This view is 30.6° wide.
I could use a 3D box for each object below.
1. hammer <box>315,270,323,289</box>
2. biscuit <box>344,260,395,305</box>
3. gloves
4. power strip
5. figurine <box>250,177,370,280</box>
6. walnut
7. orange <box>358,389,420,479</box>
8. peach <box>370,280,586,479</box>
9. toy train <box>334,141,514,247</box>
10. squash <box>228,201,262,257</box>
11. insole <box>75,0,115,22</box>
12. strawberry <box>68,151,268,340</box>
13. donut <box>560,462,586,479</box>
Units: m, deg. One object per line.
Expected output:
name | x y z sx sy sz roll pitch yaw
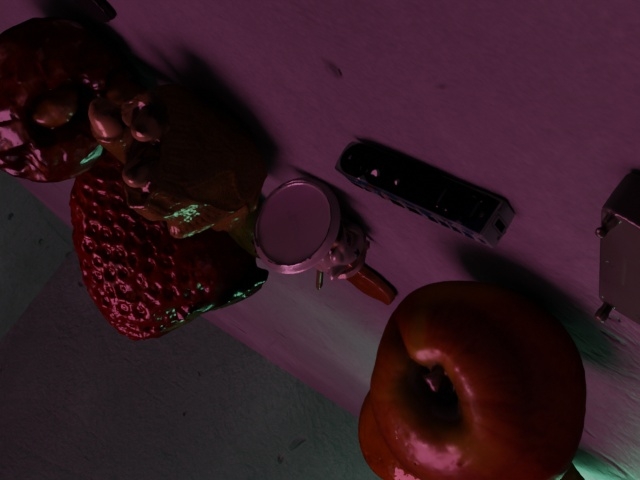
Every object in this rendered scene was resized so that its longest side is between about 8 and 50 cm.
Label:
hammer | 0.010 0.034 1.748 0.060 0.028 0.195 33 158 15
biscuit | 0.061 0.053 1.773 0.130 0.019 0.102 38 168 -8
gloves | -0.170 -0.104 1.472 0.203 0.155 0.356 41 -175 12
power strip | 0.291 0.040 0.939 0.145 0.061 0.215 32 169 23
figurine | 0.000 0.000 1.534 0.132 0.132 0.154 28 179 35
walnut | -0.354 -0.198 1.585 0.269 0.244 0.221 29 130 60
orange | 0.191 0.310 1.896 0.261 0.261 0.261 35 169 8
peach | 0.186 0.170 1.344 0.281 0.238 0.281 39 -155 -23
toy train | 0.099 -0.051 1.180 0.207 0.043 0.047 27 170 39
squash | -0.121 -0.039 1.802 0.080 0.071 0.318 28 166 38
insole | -0.357 -0.360 1.356 0.309 0.012 0.110 41 167 -25
strawberry | -0.269 0.000 1.939 0.310 0.292 0.292 62 170 5
donut | 0.282 0.465 1.996 0.435 0.378 0.163 -96 -19 -65
